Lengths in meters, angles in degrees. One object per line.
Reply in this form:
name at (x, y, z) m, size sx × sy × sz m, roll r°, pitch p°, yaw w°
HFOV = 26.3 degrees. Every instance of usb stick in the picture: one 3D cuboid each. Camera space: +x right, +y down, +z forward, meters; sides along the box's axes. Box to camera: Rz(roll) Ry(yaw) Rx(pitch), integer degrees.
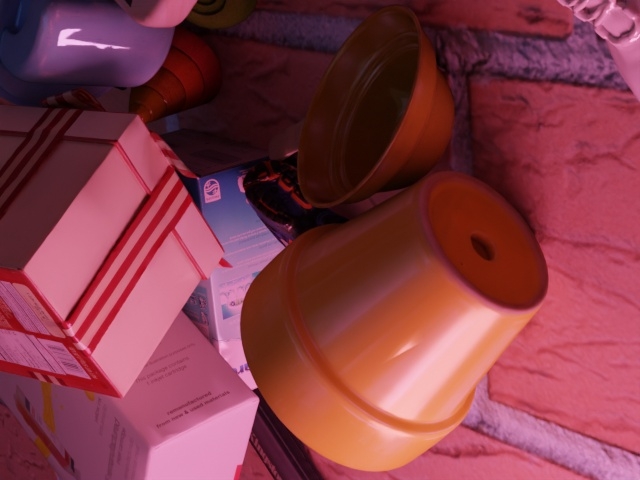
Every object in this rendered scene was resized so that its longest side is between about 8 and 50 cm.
usb stick at (-0.059, 0.271, 1.810) m, size 0.278 × 0.045 × 0.077 m, roll 54°, pitch 141°, yaw 24°

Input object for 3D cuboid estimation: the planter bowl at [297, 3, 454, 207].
planter bowl at (0.071, -0.119, 1.372) m, size 0.217 × 0.090 × 0.217 m, roll -44°, pitch 35°, yaw 41°

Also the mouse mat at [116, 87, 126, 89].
mouse mat at (-0.289, -0.284, 1.740) m, size 0.189 × 0.007 × 0.153 m, roll 26°, pitch 115°, yaw 45°

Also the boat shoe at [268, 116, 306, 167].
boat shoe at (-0.008, -0.114, 1.565) m, size 0.133 × 0.042 × 0.049 m, roll -15°, pitch 66°, yaw 55°

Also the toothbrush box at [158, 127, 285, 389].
toothbrush box at (-0.149, 0.025, 1.751) m, size 0.216 × 0.126 × 0.296 m, roll 20°, pitch 122°, yaw 49°

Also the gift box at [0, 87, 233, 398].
gift box at (-0.260, 0.005, 1.515) m, size 0.276 × 0.258 × 0.255 m, roll 10°, pitch 144°, yaw 31°

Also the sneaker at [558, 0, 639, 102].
sneaker at (0.225, -0.221, 1.108) m, size 0.111 × 0.129 × 0.297 m, roll -34°, pitch 79°, yaw 53°

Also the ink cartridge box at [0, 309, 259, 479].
ink cartridge box at (-0.270, 0.184, 1.744) m, size 0.385 × 0.160 × 0.279 m, roll 46°, pitch 142°, yaw 29°

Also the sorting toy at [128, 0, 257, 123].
sorting toy at (-0.160, -0.258, 1.594) m, size 0.127 × 0.126 × 0.365 m, roll 29°, pitch 137°, yaw 1°

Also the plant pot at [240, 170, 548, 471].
plant pot at (0.088, 0.064, 1.356) m, size 0.239 × 0.254 × 0.254 m, roll -42°, pitch 70°, yaw 37°

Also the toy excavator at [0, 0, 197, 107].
toy excavator at (-0.219, -0.280, 1.447) m, size 0.445 × 0.222 × 0.433 m, roll 52°, pitch 132°, yaw 40°

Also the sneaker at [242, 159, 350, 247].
sneaker at (0.000, 0.000, 1.584) m, size 0.221 × 0.083 × 0.087 m, roll 51°, pitch 173°, yaw 16°
